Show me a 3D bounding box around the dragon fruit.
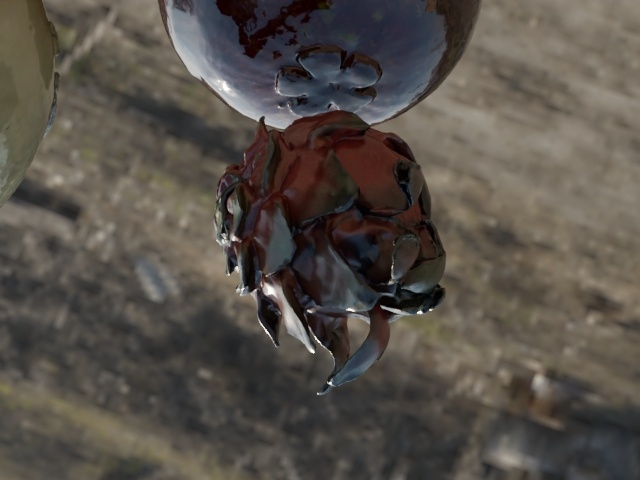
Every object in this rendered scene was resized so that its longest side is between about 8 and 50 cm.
[{"bbox_3d":[0.005,-0.005,1.022,0.142,0.121,0.130,49,179,26],"label":"dragon fruit"}]

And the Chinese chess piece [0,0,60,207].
[{"bbox_3d":[-0.266,-0.106,1.060,0.257,0.104,0.257,16,130,20],"label":"Chinese chess piece"}]

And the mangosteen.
[{"bbox_3d":[-0.002,-0.195,1.309,0.215,0.257,0.215,-2,140,-2],"label":"mangosteen"}]
